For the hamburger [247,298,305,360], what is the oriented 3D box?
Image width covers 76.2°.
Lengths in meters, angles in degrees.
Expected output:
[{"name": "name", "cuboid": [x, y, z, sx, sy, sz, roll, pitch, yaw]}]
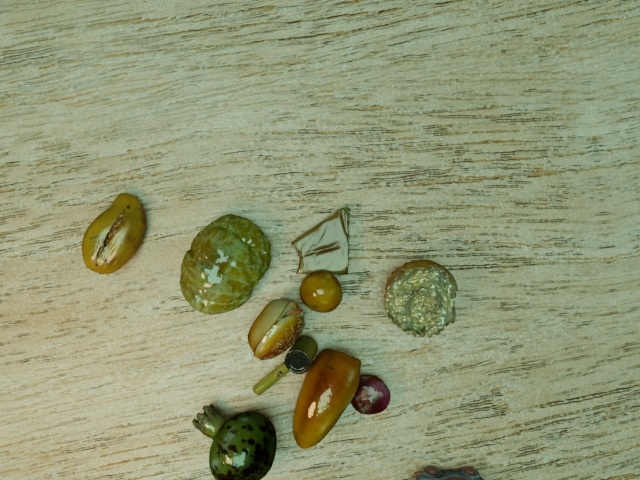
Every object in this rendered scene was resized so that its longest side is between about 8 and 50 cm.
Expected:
[{"name": "hamburger", "cuboid": [-0.150, 0.306, 1.392, 0.147, 0.237, 0.237, 31, 89, 15]}]

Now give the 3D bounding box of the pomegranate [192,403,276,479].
[{"name": "pomegranate", "cuboid": [-0.282, 0.676, 1.404, 0.242, 0.242, 0.306, -36, 61, -1]}]

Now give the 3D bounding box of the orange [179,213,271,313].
[{"name": "orange", "cuboid": [-0.334, 0.088, 1.392, 0.271, 0.210, 0.369, 31, 87, 1]}]

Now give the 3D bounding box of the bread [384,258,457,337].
[{"name": "bread", "cuboid": [0.344, 0.196, 1.434, 0.274, 0.149, 0.274, 0, 93, -7]}]

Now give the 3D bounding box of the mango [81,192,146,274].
[{"name": "mango", "cuboid": [-0.717, -0.022, 1.422, 0.177, 0.120, 0.295, 27, 89, -3]}]

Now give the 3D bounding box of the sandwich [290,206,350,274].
[{"name": "sandwich", "cuboid": [0.000, 0.000, 1.468, 0.212, 0.063, 0.245, 1, 89, 0]}]

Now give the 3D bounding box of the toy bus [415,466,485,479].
[{"name": "toy bus", "cuboid": [0.471, 0.929, 1.396, 0.294, 0.232, 0.197, 2, 90, -2]}]

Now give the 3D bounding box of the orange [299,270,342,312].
[{"name": "orange", "cuboid": [0.004, 0.178, 1.427, 0.154, 0.155, 0.134, 27, 59, -1]}]

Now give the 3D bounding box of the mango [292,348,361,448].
[{"name": "mango", "cuboid": [0.004, 0.542, 1.408, 0.201, 0.199, 0.350, 18, 73, 41]}]

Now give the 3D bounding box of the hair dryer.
[{"name": "hair dryer", "cuboid": [-0.132, 0.453, 1.450, 0.278, 0.135, 0.090, -42, 91, 16]}]

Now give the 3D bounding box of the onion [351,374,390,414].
[{"name": "onion", "cuboid": [0.167, 0.557, 1.434, 0.150, 0.140, 0.150, 1, 94, 15]}]
